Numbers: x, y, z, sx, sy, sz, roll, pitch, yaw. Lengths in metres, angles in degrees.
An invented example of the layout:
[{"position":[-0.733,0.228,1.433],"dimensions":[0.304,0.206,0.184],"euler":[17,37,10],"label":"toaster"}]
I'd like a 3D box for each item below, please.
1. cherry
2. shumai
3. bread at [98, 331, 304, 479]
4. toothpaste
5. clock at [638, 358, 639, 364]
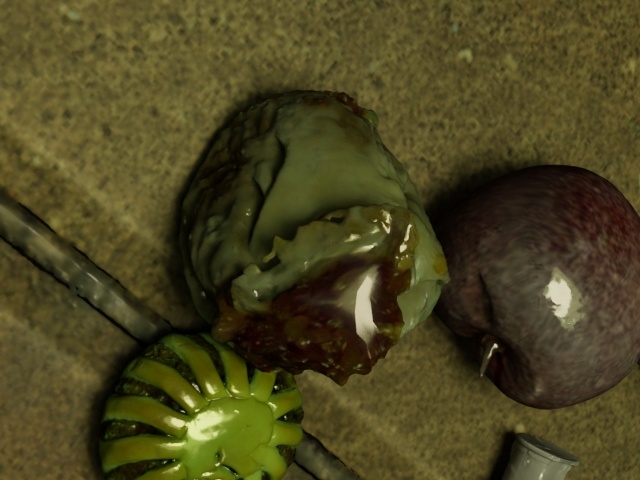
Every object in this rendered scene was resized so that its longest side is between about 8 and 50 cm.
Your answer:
[{"position":[0.162,0.030,0.857],"dimensions":[0.176,0.140,0.176],"euler":[4,81,-24],"label":"cherry"},{"position":[-0.001,-0.006,0.745],"dimensions":[0.184,0.142,0.184],"euler":[0,89,-15],"label":"shumai"},{"position":[-0.072,0.122,0.786],"dimensions":[0.139,0.071,0.130],"euler":[-7,97,-28],"label":"bread"},{"position":[0.127,0.262,0.931],"dimensions":[0.089,0.057,0.234],"euler":[19,97,-31],"label":"toothpaste"},{"position":[0.305,0.041,0.988],"dimensions":[0.153,0.050,0.110],"euler":[-48,116,-14],"label":"clock"}]
